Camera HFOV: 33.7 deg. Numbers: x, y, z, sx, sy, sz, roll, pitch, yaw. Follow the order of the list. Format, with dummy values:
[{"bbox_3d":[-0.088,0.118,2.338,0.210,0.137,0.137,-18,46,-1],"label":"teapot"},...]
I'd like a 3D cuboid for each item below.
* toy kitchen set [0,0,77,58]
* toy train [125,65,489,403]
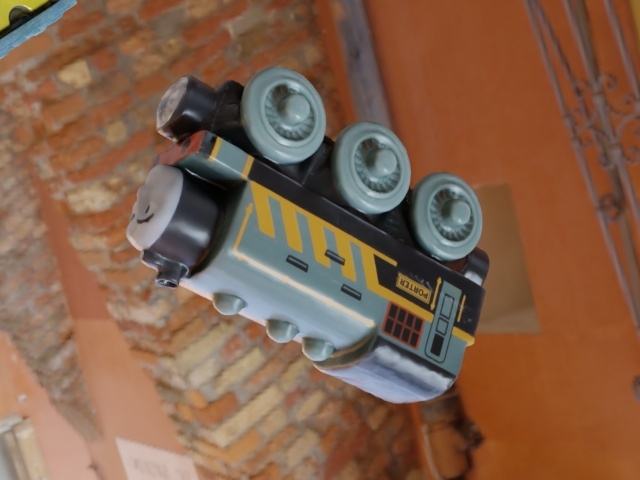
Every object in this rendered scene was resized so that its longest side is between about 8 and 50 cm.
[{"bbox_3d":[-0.121,-0.171,0.650,0.207,0.122,0.166,-13,-154,50],"label":"toy kitchen set"},{"bbox_3d":[0.000,0.000,0.868,0.334,0.190,0.142,29,154,-27],"label":"toy train"}]
